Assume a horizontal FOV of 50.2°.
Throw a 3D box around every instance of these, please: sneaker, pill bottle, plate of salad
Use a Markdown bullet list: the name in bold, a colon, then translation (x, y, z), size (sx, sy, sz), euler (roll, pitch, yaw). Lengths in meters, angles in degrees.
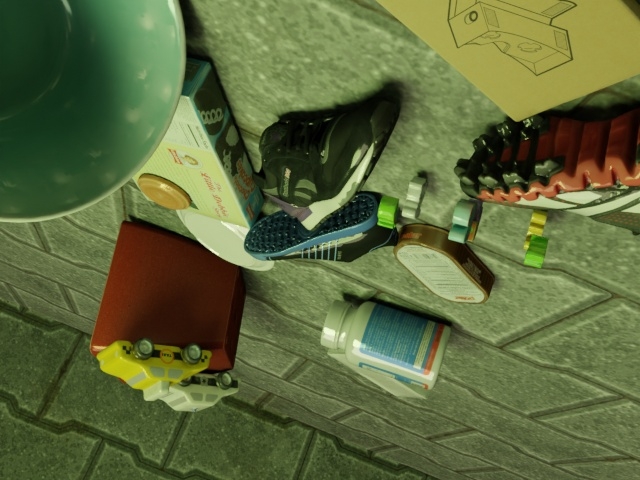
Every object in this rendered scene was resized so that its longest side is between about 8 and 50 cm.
- **sneaker**: translation (0.000, 0.000, 0.986), size (0.232, 0.081, 0.090), euler (-11, 142, 31)
- **pill bottle**: translation (0.119, 0.183, 1.261), size (0.221, 0.124, 0.124), euler (17, 156, 11)
- **sneaker**: translation (0.262, -0.060, 0.647), size (0.276, 0.097, 0.135), euler (-5, 142, 44)
- **sneaker**: translation (-0.013, -0.098, 0.805), size (0.124, 0.107, 0.283), euler (32, 155, -8)
- **plate of salad**: translation (-0.159, -0.017, 1.165), size (0.200, 0.048, 0.200), euler (26, 154, 14)

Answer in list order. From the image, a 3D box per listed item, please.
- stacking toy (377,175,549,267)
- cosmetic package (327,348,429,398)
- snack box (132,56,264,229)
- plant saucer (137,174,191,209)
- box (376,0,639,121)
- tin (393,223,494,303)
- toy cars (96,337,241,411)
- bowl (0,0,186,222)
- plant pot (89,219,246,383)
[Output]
- **stacking toy**: translation (0.163, -0.026, 0.746), size (0.167, 0.052, 0.221), euler (15, -170, 15)
- **cosmetic package**: translation (0.137, 0.279, 1.526), size (0.239, 0.060, 0.099), euler (36, 155, -30)
- **snack box**: translation (-0.200, -0.133, 0.933), size (0.187, 0.060, 0.322), euler (16, 156, 15)
- **plant saucer**: translation (-0.232, -0.068, 1.008), size (0.083, 0.013, 0.083), euler (19, 158, 8)
- **box**: translation (0.160, -0.185, 0.565), size (0.201, 0.021, 0.164), euler (32, 155, -24)
- **tin**: translation (0.182, 0.040, 1.011), size (0.106, 0.040, 0.190), euler (2, 150, 46)
- **toy cars**: translation (-0.270, 0.271, 1.277), size (0.176, 0.087, 0.393), euler (-9, 155, 6)
- **bowl**: translation (-0.306, -0.189, 0.669), size (0.163, 0.311, 0.311), euler (28, 164, 38)
- **plant pot**: translation (-0.284, 0.144, 1.381), size (0.236, 0.267, 0.267), euler (6, 155, 1)
